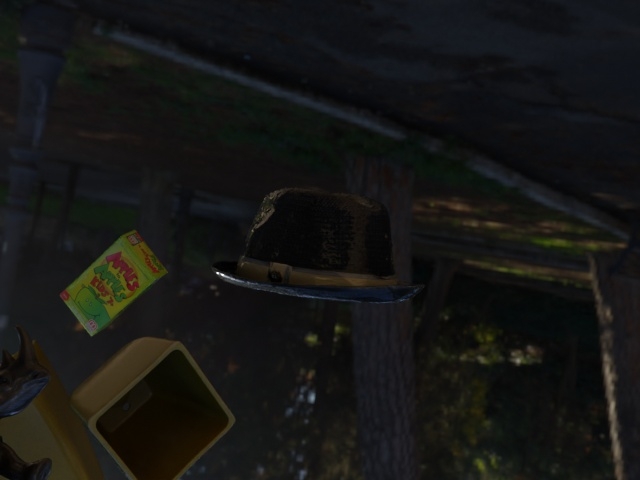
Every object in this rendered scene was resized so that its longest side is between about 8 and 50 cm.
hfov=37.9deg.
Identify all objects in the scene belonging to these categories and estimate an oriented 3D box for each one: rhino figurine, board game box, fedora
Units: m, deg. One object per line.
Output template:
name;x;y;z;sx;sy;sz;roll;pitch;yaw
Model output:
rhino figurine;-0.284;0.187;0.765;0.106;0.243;0.073;16;179;12
board game box;-0.351;0.073;1.575;0.181;0.092;0.043;-39;177;27
fedora;0.000;0.000;1.415;0.333;0.153;0.334;6;-177;0

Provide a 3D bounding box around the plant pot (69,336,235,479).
plant pot;-0.127;0.116;0.654;0.083;0.081;0.081;13;139;53

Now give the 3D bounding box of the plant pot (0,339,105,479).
plant pot;-0.351;0.261;1.038;0.187;0.212;0.212;53;171;-11
